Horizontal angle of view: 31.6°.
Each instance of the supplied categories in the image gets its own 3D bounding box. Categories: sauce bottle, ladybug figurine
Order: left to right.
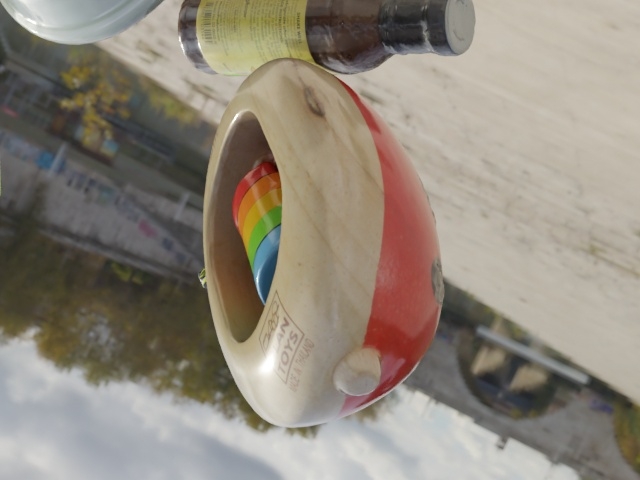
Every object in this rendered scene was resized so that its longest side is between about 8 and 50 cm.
[{"bbox_3d":[0.000,0.000,1.094,0.161,0.305,0.449,8,-147,-20],"label":"ladybug figurine"},{"bbox_3d":[0.002,-0.235,1.248,0.344,0.111,0.111,7,167,35],"label":"sauce bottle"}]

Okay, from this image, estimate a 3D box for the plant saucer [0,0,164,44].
[{"bbox_3d":[-0.238,-0.393,1.077,0.400,0.401,0.100,25,-169,39],"label":"plant saucer"}]

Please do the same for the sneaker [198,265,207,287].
[{"bbox_3d":[-0.180,0.042,1.955,0.035,0.083,0.031,44,178,34],"label":"sneaker"}]
